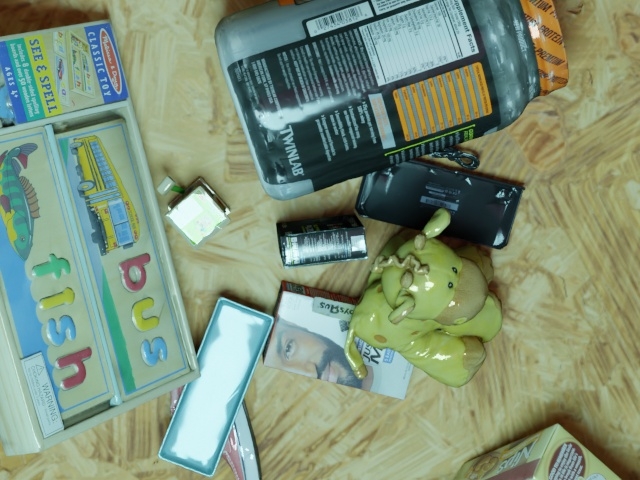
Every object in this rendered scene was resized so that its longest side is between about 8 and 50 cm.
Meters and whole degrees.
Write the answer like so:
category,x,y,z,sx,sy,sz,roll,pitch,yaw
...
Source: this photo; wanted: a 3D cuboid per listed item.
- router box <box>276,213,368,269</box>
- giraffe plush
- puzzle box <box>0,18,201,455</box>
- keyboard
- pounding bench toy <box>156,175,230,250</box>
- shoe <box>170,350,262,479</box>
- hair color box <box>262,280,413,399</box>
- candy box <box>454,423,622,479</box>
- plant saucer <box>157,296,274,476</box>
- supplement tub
category,x,y,z,sx,sy,sz,roll,pitch,yaw
router box,0.000,0.000,1.799,0.092,0.122,0.038,-8,98,-3
giraffe plush,0.112,0.051,1.760,0.210,0.170,0.181,-2,69,-15
puzzle box,-0.267,-0.013,1.690,0.052,0.272,0.409,-10,97,35
keyboard,0.137,-0.060,1.847,0.180,0.023,0.108,13,107,-8
pounding bench toy,-0.144,-0.042,1.808,0.052,0.065,0.083,-40,102,6
shoe,-0.122,0.212,1.870,0.081,0.063,0.178,-14,98,1
hair color box,0.025,0.113,1.861,0.167,0.053,0.093,14,101,-6
candy box,0.311,0.358,1.867,0.316,0.183,0.087,42,52,-11
plant saucer,-0.116,0.163,1.827,0.067,0.018,0.192,21,89,-4
supplement tub,0.074,-0.185,1.720,0.338,0.207,0.207,-18,103,0
